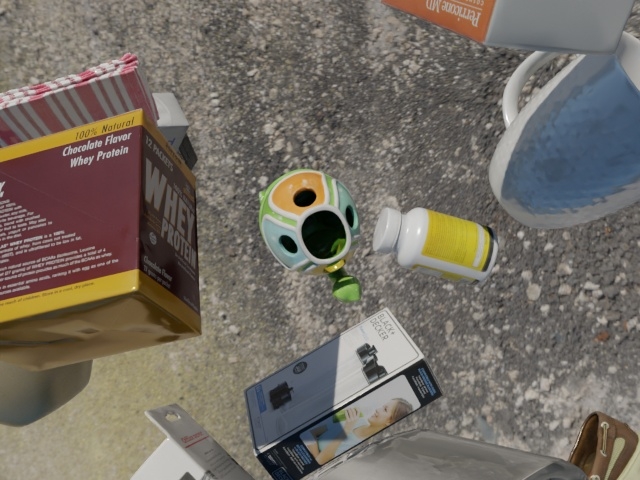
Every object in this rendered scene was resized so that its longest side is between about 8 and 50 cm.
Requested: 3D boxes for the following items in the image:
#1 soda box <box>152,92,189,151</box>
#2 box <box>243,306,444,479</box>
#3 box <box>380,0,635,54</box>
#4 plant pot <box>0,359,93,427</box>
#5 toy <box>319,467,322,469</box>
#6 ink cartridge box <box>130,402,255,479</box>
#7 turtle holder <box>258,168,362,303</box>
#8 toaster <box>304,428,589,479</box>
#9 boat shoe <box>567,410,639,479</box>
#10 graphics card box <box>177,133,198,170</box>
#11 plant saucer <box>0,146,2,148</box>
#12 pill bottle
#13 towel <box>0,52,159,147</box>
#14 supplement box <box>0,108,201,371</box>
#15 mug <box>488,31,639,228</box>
[{"bbox_3d":[-0.409,-0.220,1.045,0.098,0.286,0.091,-47,65,44],"label":"soda box"},{"bbox_3d":[0.029,0.244,0.876,0.290,0.169,0.087,-29,114,-1],"label":"box"},{"bbox_3d":[0.207,-0.378,0.509,0.168,0.215,0.345,-4,123,-22],"label":"box"},{"bbox_3d":[-0.509,0.202,0.932,0.284,0.284,0.190,-21,101,28],"label":"plant pot"},{"bbox_3d":[-0.028,0.417,1.236,0.056,0.136,0.237,-12,137,23],"label":"toy"},{"bbox_3d":[-0.130,0.264,0.589,0.180,0.104,0.060,40,84,12],"label":"ink cartridge box"},{"bbox_3d":[-0.018,-0.005,1.295,0.244,0.227,0.320,-1,104,-15],"label":"turtle holder"},{"bbox_3d":[0.083,0.207,0.367,0.147,0.227,0.129,1,95,46],"label":"toaster"},{"bbox_3d":[0.320,0.329,0.687,0.095,0.257,0.095,42,151,9],"label":"boat shoe"},{"bbox_3d":[-0.496,-0.155,1.552,0.094,0.232,0.370,23,72,9],"label":"graphics card box"},{"bbox_3d":[-0.631,-0.160,1.058,0.048,0.258,0.259,38,119,-6],"label":"plant saucer"},{"bbox_3d":[0.185,0.005,0.886,0.184,0.103,0.103,15,115,-8],"label":"pill bottle"},{"bbox_3d":[-0.309,-0.158,0.681,0.197,0.144,0.029,-21,76,-12],"label":"towel"},{"bbox_3d":[-0.234,0.004,0.541,0.192,0.129,0.194,-13,62,7],"label":"supplement box"},{"bbox_3d":[0.486,-0.217,1.047,0.328,0.276,0.373,-44,53,45],"label":"mug"}]
